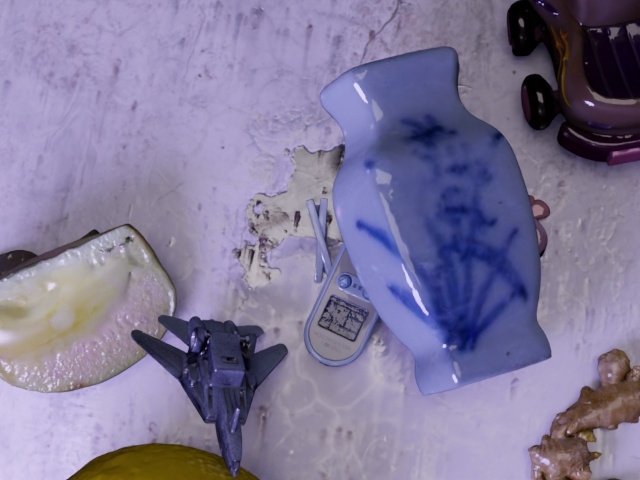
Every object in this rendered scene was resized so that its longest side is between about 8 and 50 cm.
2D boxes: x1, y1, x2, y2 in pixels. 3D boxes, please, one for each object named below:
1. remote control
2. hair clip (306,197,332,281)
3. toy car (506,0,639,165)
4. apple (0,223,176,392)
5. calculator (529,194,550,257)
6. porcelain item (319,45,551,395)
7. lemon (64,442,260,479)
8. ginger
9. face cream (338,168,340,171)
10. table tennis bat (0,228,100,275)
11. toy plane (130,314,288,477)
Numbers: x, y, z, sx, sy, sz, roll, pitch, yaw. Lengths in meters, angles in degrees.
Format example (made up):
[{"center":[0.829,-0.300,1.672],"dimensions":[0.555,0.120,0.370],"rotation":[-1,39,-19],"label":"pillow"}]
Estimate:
[{"center":[0.053,0.055,1.244],"dimensions":[0.087,0.047,0.244],"rotation":[26,79,0],"label":"remote control"},{"center":[0.001,0.000,1.272],"dimensions":[0.030,0.039,0.115],"rotation":[-5,89,5],"label":"hair clip"},{"center":[0.394,-0.288,1.200],"dimensions":[0.271,0.240,0.340],"rotation":[-11,75,3],"label":"toy car"},{"center":[-0.326,0.096,1.220],"dimensions":[0.265,0.120,0.193],"rotation":[-27,111,-11],"label":"apple"},{"center":[0.249,0.005,1.255],"dimensions":[0.103,0.024,0.166],"rotation":[39,84,10],"label":"calculator"},{"center":[0.145,-0.023,1.154],"dimensions":[0.243,0.178,0.405],"rotation":[-15,84,-12],"label":"porcelain item"},{"center":[-0.176,0.391,1.060],"dimensions":[0.336,0.336,0.335],"rotation":[-1,78,3],"label":"lemon"},{"center":[0.348,0.249,1.184],"dimensions":[0.176,0.052,0.193],"rotation":[-13,79,-5],"label":"ginger"},{"center":[0.065,-0.078,1.285],"dimensions":[0.083,0.021,0.040],"rotation":[10,79,5],"label":"face cream"},{"center":[-0.402,0.063,1.284],"dimensions":[0.234,0.022,0.131],"rotation":[-35,78,-2],"label":"table tennis bat"},{"center":[-0.119,0.175,1.122],"dimensions":[0.212,0.267,0.088],"rotation":[8,114,-18],"label":"toy plane"}]
